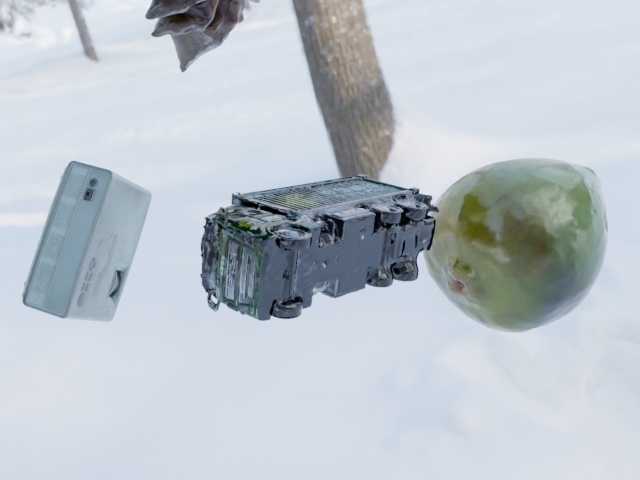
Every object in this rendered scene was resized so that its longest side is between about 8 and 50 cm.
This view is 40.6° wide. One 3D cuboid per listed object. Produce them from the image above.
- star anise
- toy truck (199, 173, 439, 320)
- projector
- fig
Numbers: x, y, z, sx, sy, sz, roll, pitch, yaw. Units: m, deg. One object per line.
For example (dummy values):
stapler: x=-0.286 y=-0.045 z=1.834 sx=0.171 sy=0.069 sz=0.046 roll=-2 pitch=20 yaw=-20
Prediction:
star anise: x=-0.098 y=-0.320 z=0.927 sx=0.109 sy=0.349 sz=0.292 roll=25 pitch=46 yaw=1
toy truck: x=0.000 y=0.000 z=0.800 sx=0.121 sy=0.088 sz=0.259 roll=19 pitch=21 yaw=37
projector: x=-0.234 y=0.003 z=0.872 sx=0.061 sy=0.147 sz=0.115 roll=17 pitch=-4 yaw=12
fig: x=0.244 y=0.004 z=1.026 sx=0.230 sy=0.207 sz=0.207 roll=-8 pitch=14 yaw=-27
